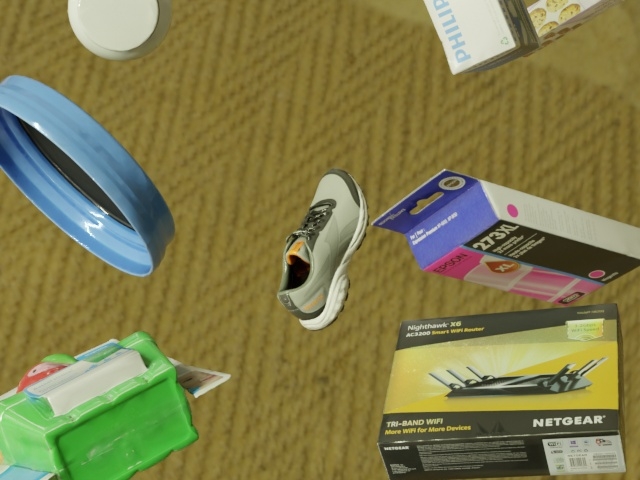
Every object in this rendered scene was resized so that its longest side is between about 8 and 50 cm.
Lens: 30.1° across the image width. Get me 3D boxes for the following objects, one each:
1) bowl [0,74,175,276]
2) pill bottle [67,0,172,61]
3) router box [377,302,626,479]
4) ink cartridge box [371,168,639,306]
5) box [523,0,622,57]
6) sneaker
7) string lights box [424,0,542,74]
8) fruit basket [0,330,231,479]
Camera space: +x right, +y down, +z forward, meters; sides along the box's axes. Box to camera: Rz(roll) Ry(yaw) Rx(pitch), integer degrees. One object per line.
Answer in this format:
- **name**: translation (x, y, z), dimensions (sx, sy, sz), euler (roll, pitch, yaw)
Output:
- **bowl**: translation (-0.389, -0.103, 1.891), dimensions (0.391, 0.391, 0.077), euler (33, 67, 22)
- **pill bottle**: translation (-0.330, -0.384, 1.971), dimensions (0.169, 0.301, 0.169), euler (-2, 102, -8)
- **router box**: translation (0.247, 0.201, 1.583), dimensions (0.309, 0.081, 0.243), euler (-6, 35, 17)
- **ink cartridge box**: translation (0.272, 0.002, 1.694), dimensions (0.371, 0.176, 0.069), euler (16, 57, -29)
- **box**: translation (0.443, -0.414, 2.095), dimensions (0.063, 0.324, 0.067), euler (-8, 79, -37)
- **sneaker**: translation (0.000, 0.000, 1.859), dimensions (0.100, 0.108, 0.271), euler (-12, 54, 40)
- **string lights box**: translation (0.179, -0.263, 1.344), dimensions (0.077, 0.259, 0.133), euler (-22, 92, 18)
- **fruit basket**: translation (-0.334, 0.212, 1.547), dimensions (0.327, 0.165, 0.353), euler (-26, 24, -30)
